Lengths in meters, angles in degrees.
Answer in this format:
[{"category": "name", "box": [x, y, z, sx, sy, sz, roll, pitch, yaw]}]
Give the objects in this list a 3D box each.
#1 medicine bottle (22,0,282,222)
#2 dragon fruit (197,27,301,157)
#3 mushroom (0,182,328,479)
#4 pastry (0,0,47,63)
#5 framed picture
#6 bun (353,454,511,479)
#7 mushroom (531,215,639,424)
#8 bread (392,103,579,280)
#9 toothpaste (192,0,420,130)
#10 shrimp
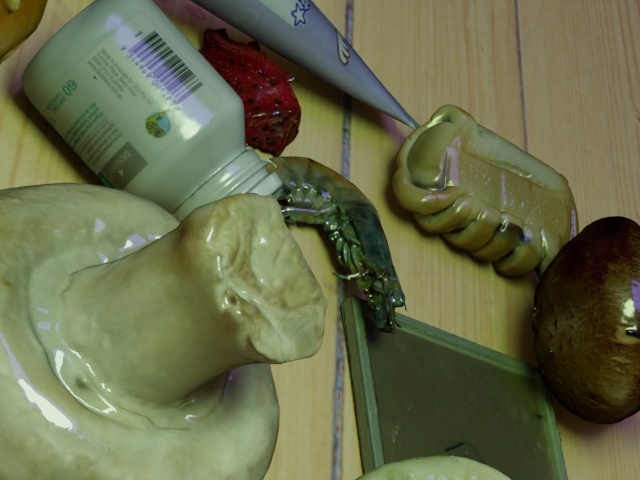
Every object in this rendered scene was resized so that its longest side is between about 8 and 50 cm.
[{"category": "medicine bottle", "box": [-0.136, -0.096, 1.585, 0.215, 0.135, 0.135, 48, 35, -1]}, {"category": "dragon fruit", "box": [-0.065, -0.154, 1.775, 0.097, 0.063, 0.131, 17, 45, -37]}, {"category": "mushroom", "box": [-0.141, 0.066, 1.293, 0.297, 0.290, 0.297, 29, 39, -27]}, {"category": "pastry", "box": [-0.375, -0.284, 1.415, 0.409, 0.245, 0.409, 29, 38, -25]}, {"category": "framed picture", "box": [0.135, 0.220, 1.671, 0.247, 0.022, 0.335, 22, 44, -32]}, {"category": "bun", "box": [0.083, 0.274, 1.456, 0.237, 0.116, 0.210, -11, 60, -12]}, {"category": "mushroom", "box": [0.270, 0.081, 1.815, 0.231, 0.138, 0.194, 52, 19, -72]}, {"category": "bread", "box": [0.168, -0.040, 1.891, 0.225, 0.081, 0.134, 28, 56, -26]}, {"category": "toothpaste", "box": [-0.034, -0.208, 1.799, 0.371, 0.080, 0.125, 35, 12, -46]}, {"category": "shrimp", "box": [0.000, 0.000, 1.708, 0.150, 0.051, 0.217, 7, 40, -36]}]
